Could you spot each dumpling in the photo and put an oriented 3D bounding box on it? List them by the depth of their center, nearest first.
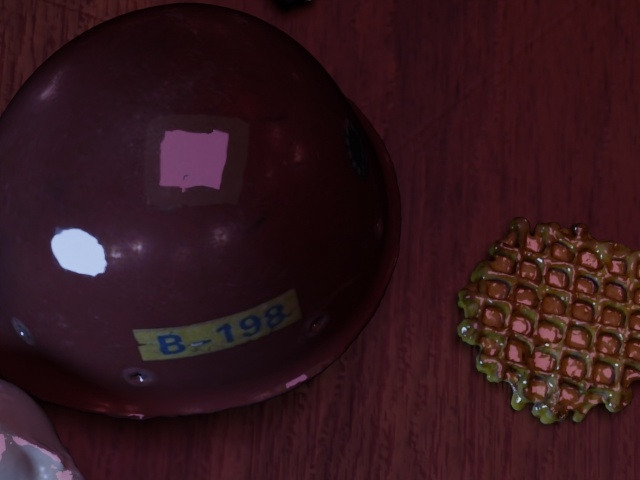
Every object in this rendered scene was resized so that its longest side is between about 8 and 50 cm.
[{"bbox_3d":[-0.275,0.186,1.497,0.111,0.181,0.155,30,86,-29],"label":"dumpling"}]

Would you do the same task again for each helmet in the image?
[{"bbox_3d":[-0.129,-0.052,1.493,0.385,0.230,0.337,-13,63,-2],"label":"helmet"}]

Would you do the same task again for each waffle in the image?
[{"bbox_3d":[0.210,0.068,1.617,0.191,0.038,0.191,2,72,-5],"label":"waffle"}]

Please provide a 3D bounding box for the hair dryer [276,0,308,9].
[{"bbox_3d":[-0.077,-0.317,1.699,0.197,0.089,0.251,-32,87,-17],"label":"hair dryer"}]
